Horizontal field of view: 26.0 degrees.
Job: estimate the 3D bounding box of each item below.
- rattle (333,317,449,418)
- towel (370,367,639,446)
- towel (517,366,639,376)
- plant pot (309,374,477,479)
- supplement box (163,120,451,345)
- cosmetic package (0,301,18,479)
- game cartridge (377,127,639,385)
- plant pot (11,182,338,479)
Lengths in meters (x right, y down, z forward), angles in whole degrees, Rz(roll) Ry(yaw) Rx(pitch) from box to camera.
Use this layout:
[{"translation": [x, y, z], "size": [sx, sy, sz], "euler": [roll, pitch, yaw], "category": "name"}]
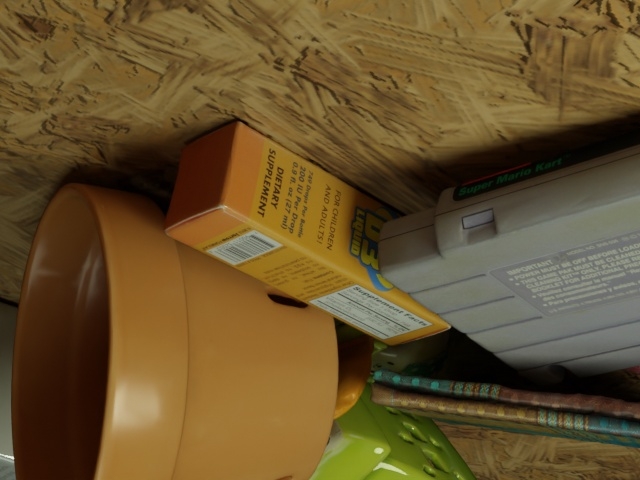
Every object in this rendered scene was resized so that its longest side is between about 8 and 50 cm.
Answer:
[{"translation": [0.057, 0.126, 1.228], "size": [0.130, 0.142, 0.199], "euler": [-10, 146, 2], "category": "rattle"}, {"translation": [0.206, 0.148, 1.195], "size": [0.271, 0.040, 0.370], "euler": [5, 172, 15], "category": "towel"}, {"translation": [0.211, 0.068, 1.158], "size": [0.144, 0.029, 0.197], "euler": [-1, 152, 23], "category": "towel"}, {"translation": [-0.003, 0.234, 1.304], "size": [0.207, 0.227, 0.228], "euler": [43, -174, -36], "category": "plant pot"}, {"translation": [0.000, 0.000, 1.049], "size": [0.233, 0.078, 0.080], "euler": [29, 147, -34], "category": "supplement box"}, {"translation": [-0.274, 0.208, 1.511], "size": [0.453, 0.161, 0.230], "euler": [22, 153, -21], "category": "cosmetic package"}, {"translation": [0.242, 0.005, 0.950], "size": [0.355, 0.068, 0.230], "euler": [-17, 139, 36], "category": "game cartridge"}, {"translation": [-0.118, 0.107, 1.125], "size": [0.203, 0.290, 0.291], "euler": [5, 160, -26], "category": "plant pot"}]
